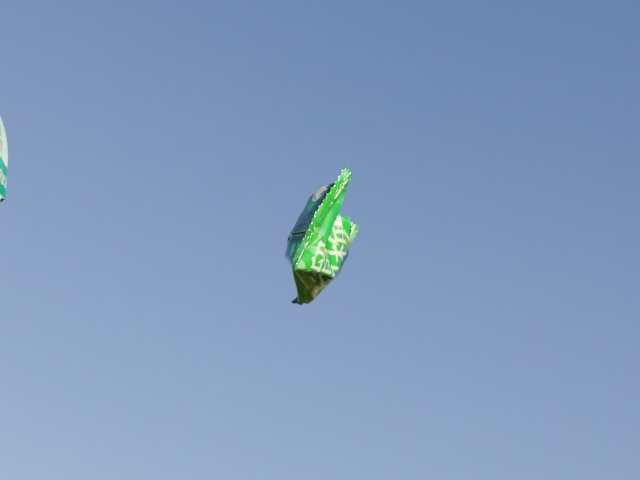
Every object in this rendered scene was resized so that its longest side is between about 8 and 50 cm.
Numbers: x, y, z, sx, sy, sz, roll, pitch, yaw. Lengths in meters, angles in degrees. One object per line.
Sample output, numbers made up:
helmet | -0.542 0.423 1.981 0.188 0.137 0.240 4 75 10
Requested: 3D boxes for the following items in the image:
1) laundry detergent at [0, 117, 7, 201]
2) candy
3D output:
laundry detergent | -0.457 -0.097 1.555 0.287 0.287 0.305 6 -22 17
candy | -0.004 0.000 2.148 0.078 0.141 0.203 14 -20 6
